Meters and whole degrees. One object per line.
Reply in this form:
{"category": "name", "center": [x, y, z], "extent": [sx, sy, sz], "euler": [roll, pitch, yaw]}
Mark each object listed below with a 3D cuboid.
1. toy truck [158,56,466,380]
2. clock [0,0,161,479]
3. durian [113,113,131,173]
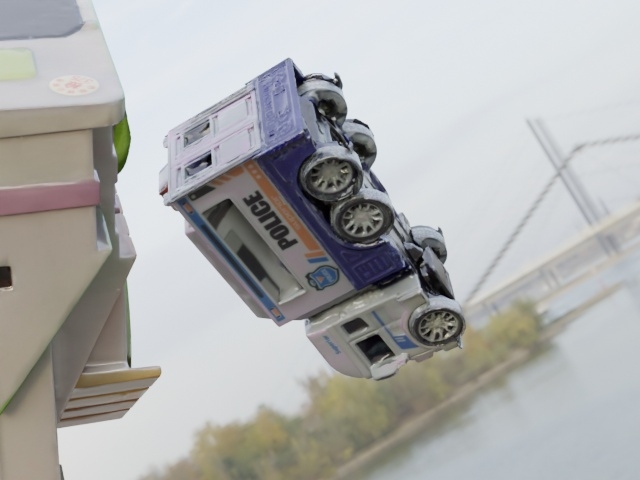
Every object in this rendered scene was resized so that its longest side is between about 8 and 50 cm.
{"category": "toy truck", "center": [0.000, 0.000, 1.074], "extent": [0.155, 0.268, 0.124], "euler": [-27, 35, 14]}
{"category": "clock", "center": [-0.181, 0.015, 0.728], "extent": [0.166, 0.235, 0.310], "euler": [-5, -57, -15]}
{"category": "durian", "center": [-0.232, -0.116, 0.853], "extent": [0.250, 0.101, 0.139], "euler": [7, -65, -31]}
